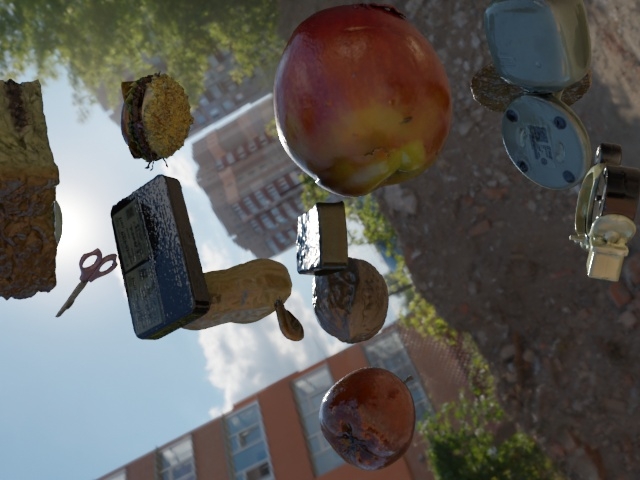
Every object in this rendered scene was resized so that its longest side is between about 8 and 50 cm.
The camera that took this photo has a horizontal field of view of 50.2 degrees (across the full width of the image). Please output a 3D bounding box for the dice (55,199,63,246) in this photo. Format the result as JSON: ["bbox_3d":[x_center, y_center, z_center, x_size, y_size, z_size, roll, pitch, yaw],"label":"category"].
[{"bbox_3d":[-0.822,-0.036,1.674,0.262,0.268,0.265,31,-177,24],"label":"dice"}]

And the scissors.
[{"bbox_3d":[-0.577,0.108,1.657,0.021,0.212,0.110,41,-173,32],"label":"scissors"}]

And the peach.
[{"bbox_3d":[0.081,-0.275,1.334,0.370,0.370,0.370,60,-173,-12],"label":"peach"}]

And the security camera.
[{"bbox_3d":[0.322,-0.215,0.975,0.157,0.080,0.301,24,139,54],"label":"security camera"}]

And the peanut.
[{"bbox_3d":[-0.220,0.136,1.636,0.152,0.313,0.152,166,90,-89],"label":"peanut"}]

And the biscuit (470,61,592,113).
[{"bbox_3d":[0.389,-0.287,1.265,0.220,0.220,0.033,47,-136,-65],"label":"biscuit"}]

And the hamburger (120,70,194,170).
[{"bbox_3d":[-0.428,-0.317,1.816,0.243,0.139,0.261,-46,-42,-68],"label":"hamburger"}]

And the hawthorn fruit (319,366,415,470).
[{"bbox_3d":[0.112,0.409,1.641,0.235,0.231,0.263,77,-167,-57],"label":"hawthorn fruit"}]

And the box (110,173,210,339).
[{"bbox_3d":[-0.377,0.039,1.579,0.058,0.211,0.350,11,-123,-54],"label":"box"}]

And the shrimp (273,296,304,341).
[{"bbox_3d":[-0.062,0.160,1.367,0.059,0.023,0.108,15,-143,-34],"label":"shrimp"}]

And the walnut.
[{"bbox_3d":[0.066,0.134,1.515,0.178,0.178,0.230,57,-160,-32],"label":"walnut"}]

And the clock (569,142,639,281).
[{"bbox_3d":[0.679,-0.074,1.632,0.379,0.120,0.276,-42,-40,-65],"label":"clock"}]

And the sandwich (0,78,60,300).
[{"bbox_3d":[-0.498,-0.106,1.076,0.262,0.131,0.325,53,140,37],"label":"sandwich"}]

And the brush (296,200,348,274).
[{"bbox_3d":[0.000,0.000,1.271,0.197,0.059,0.123,153,118,-74],"label":"brush"}]
